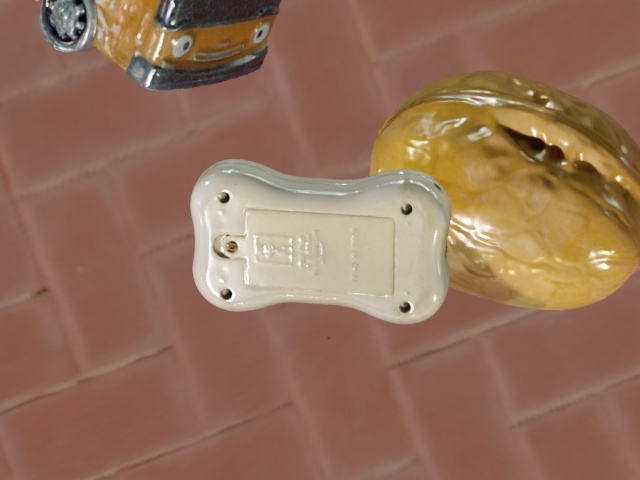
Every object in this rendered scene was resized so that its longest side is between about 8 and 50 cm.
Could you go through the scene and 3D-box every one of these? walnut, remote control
[{"bbox_3d":[0.134,-0.034,1.095,0.206,0.159,0.159,21,87,6],"label":"walnut"},{"bbox_3d":[0.000,0.000,0.741,0.122,0.032,0.074,5,112,10],"label":"remote control"}]

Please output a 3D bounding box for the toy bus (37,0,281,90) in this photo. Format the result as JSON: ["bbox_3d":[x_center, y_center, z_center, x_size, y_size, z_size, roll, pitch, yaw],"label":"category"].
[{"bbox_3d":[-0.176,-0.276,1.291,0.323,0.162,0.194,37,121,24],"label":"toy bus"}]
